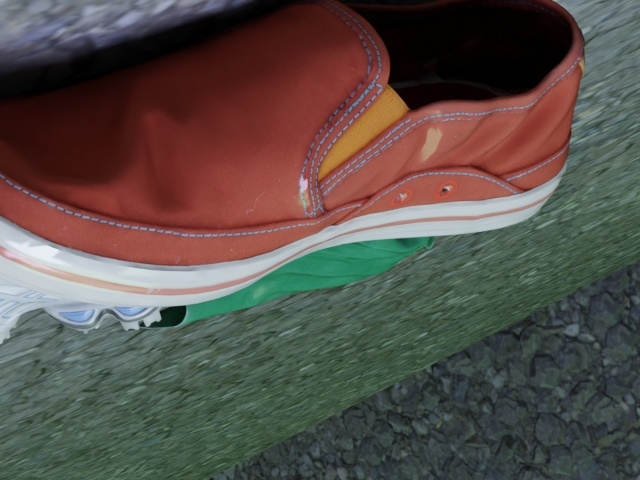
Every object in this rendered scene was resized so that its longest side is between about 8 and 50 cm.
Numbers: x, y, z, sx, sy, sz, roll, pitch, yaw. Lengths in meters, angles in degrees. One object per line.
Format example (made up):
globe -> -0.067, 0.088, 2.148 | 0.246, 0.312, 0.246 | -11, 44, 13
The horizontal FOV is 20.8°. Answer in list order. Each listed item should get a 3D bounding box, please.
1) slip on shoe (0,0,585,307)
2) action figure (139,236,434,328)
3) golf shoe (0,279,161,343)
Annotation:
slip on shoe -> -0.018, -0.051, 0.712 | 0.331, 0.123, 0.101 | -10, 132, -37
action figure -> 0.000, 0.000, 1.103 | 0.137, 0.063, 0.232 | -33, 163, 34
golf shoe -> -0.163, 0.011, 0.839 | 0.176, 0.069, 0.086 | -16, 137, -2
